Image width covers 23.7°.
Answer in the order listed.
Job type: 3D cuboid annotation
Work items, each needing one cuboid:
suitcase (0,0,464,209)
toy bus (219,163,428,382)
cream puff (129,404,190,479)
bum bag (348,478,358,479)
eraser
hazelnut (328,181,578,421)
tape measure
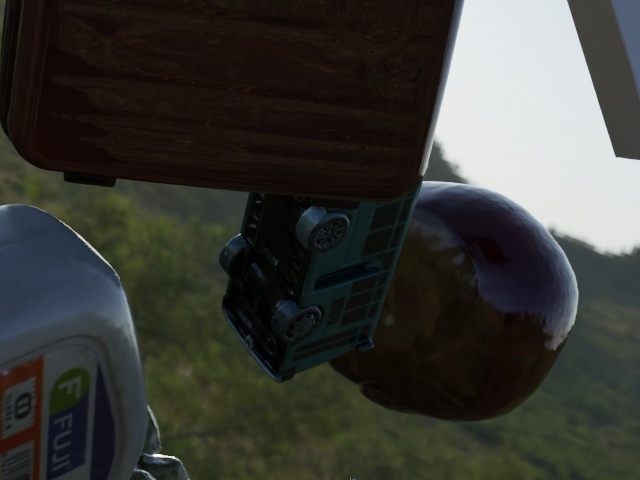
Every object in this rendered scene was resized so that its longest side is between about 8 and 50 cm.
[{"bbox_3d":[-0.059,-0.153,1.017,0.297,0.236,0.161,6,24,-15],"label":"suitcase"},{"bbox_3d":[0.000,0.000,1.445,0.147,0.256,0.128,-16,49,-31],"label":"toy bus"},{"bbox_3d":[-0.271,0.252,1.643,0.378,0.275,0.378,36,3,-2],"label":"cream puff"},{"bbox_3d":[0.094,0.261,1.182,0.233,0.106,0.060,16,-8,4],"label":"bum bag"},{"bbox_3d":[0.375,-0.244,1.882,0.076,0.078,0.298,13,-47,52],"label":"eraser"},{"bbox_3d":[0.175,0.093,2.231,0.409,0.359,0.359,8,-12,43],"label":"hazelnut"},{"bbox_3d":[-0.226,0.118,0.856,0.265,0.258,0.130,-25,47,-38],"label":"tape measure"}]
